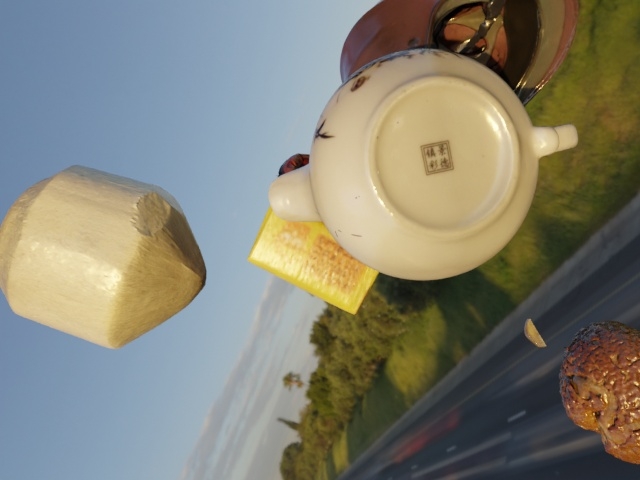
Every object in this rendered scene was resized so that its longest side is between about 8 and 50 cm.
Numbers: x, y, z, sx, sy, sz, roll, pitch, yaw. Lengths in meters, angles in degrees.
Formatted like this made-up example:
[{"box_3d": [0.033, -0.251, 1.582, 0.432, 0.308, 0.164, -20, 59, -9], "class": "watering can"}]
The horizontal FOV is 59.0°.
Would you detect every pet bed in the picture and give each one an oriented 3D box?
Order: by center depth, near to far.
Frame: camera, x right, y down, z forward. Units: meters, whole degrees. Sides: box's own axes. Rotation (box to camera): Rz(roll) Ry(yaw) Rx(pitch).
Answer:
[{"box_3d": [-0.019, -0.093, 1.202, 0.053, 0.201, 0.201, -24, 22, 30], "class": "pet bed"}]

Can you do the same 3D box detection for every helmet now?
[{"box_3d": [0.171, -0.259, 0.803, 0.338, 0.197, 0.271, -39, -38, -10], "class": "helmet"}]

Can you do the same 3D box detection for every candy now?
[{"box_3d": [0.000, 0.000, 0.741, 0.276, 0.146, 0.088, -87, 23, -82], "class": "candy"}]

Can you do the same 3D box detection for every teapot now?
[{"box_3d": [0.111, -0.070, 0.537, 0.166, 0.299, 0.208, 142, 117, -70], "class": "teapot"}]

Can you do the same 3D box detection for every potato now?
[{"box_3d": [0.610, 0.276, 1.638, 0.036, 0.093, 0.037, -29, -4, -25], "class": "potato"}]

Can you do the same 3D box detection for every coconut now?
[{"box_3d": [-0.291, 0.025, 0.794, 0.237, 0.265, 0.237, 20, -90, -89], "class": "coconut"}]

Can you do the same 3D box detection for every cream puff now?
[{"box_3d": [0.626, 0.325, 1.178, 0.212, 0.303, 0.303, -29, -16, -11], "class": "cream puff"}]
